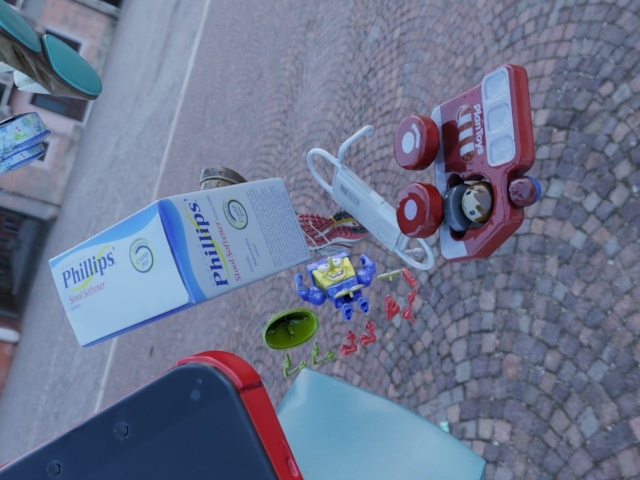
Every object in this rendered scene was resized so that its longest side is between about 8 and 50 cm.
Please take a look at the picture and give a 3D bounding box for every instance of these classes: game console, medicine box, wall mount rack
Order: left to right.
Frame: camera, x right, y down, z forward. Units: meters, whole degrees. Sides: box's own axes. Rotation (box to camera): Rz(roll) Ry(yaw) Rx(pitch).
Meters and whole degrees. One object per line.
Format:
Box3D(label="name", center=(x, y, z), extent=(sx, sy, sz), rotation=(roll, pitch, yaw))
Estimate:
Box3D(label="game console", center=(-0.178, 0.334, 0.664), extent=(0.386, 0.060, 0.342), rotation=(-31, 74, 13))
Box3D(label="medicine box", center=(-0.209, 0.029, 1.000), extent=(0.263, 0.289, 0.149), rotation=(-23, 89, 34))
Box3D(label="wall mount rack", center=(0.130, -0.072, 1.362), extent=(0.130, 0.350, 0.304), rotation=(-40, -18, -22))

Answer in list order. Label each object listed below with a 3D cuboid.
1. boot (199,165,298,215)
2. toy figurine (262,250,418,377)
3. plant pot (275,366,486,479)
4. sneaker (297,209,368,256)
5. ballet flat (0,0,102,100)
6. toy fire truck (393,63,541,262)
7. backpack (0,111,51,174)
Box3D(label="boot", center=(-0.143, -0.040, 1.342), extent=(0.112, 0.305, 0.115), rotation=(-12, 65, 32))
Box3D(label="toy figurine", center=(0.021, 0.130, 1.502), extent=(0.217, 0.362, 0.191), rotation=(-122, 13, -50))
Box3D(label="plant pot", center=(0.059, 0.283, 0.728), extent=(0.166, 0.234, 0.165), rotation=(-53, -36, -44))
Box3D(label="sneaker", center=(0.000, 0.000, 1.356), extent=(0.088, 0.225, 0.093), rotation=(62, 140, 30))
Box3D(label="ballet flat", center=(-0.566, -0.347, 1.238), extent=(0.124, 0.342, 0.116), rotation=(-21, 78, 10))
Box3D(label="toy fire truck", center=(0.264, -0.120, 1.104), extent=(0.254, 0.169, 0.302), rotation=(-20, 70, 62))
Box3D(label="backpack", center=(-0.540, -0.175, 1.147), extent=(0.114, 0.084, 0.105), rotation=(-29, 18, 7))
